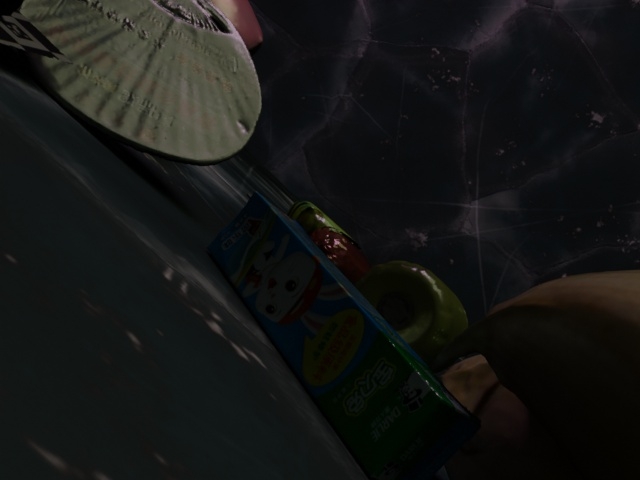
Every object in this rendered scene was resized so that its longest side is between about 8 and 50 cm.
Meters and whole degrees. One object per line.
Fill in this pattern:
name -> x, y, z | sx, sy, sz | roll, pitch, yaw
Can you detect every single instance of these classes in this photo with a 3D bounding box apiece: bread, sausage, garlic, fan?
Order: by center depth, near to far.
garlic -> 0.199, 0.150, 0.510 | 0.286, 0.249, 0.313 | 40, 14, -46
fan -> -0.164, -0.200, 0.777 | 0.223, 0.012, 0.294 | 3, 63, -29
sausage -> 0.021, 0.029, 1.120 | 0.076, 0.076, 0.141 | 45, 4, 25
bread -> 0.000, 0.000, 1.240 | 0.130, 0.071, 0.139 | 46, 1, -6

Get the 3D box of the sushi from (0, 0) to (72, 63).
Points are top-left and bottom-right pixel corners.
sushi -> -0.287, -0.230, 0.621 | 0.215, 0.050, 0.192 | 43, 12, 11

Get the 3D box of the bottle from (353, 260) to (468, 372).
bottle -> 0.111, 0.098, 0.975 | 0.112, 0.112, 0.260 | 44, 3, 21

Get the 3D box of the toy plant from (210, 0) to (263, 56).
toy plant -> -0.213, -0.314, 0.933 | 0.356, 0.317, 0.210 | 51, -3, -1

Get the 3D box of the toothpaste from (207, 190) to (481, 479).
toothpaste -> 0.003, 0.056, 0.589 | 0.050, 0.065, 0.267 | 41, 4, -41

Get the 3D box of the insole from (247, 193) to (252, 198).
insole -> -0.074, -0.041, 1.471 | 0.080, 0.003, 0.232 | 44, 3, 15
